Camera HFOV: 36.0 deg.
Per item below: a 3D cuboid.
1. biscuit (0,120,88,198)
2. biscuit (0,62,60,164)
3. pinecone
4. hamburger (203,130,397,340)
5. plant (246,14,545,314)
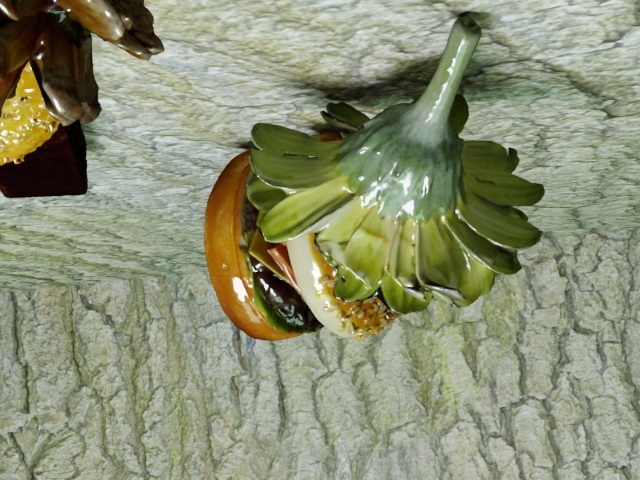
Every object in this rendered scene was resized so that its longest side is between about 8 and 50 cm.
[{"bbox_3d":[-0.318,-0.116,1.066,0.107,0.073,0.388,-3,171,-10],"label":"biscuit"},{"bbox_3d":[-0.340,-0.131,0.813,0.254,0.035,0.254,-1,148,0],"label":"biscuit"},{"bbox_3d":[-0.204,-0.149,0.645,0.195,0.149,0.179,-1,178,5],"label":"pinecone"},{"bbox_3d":[0.000,0.000,1.281,0.225,0.290,0.291,-10,169,29],"label":"hamburger"},{"bbox_3d":[0.101,-0.055,1.001,0.306,0.261,0.297,-11,176,-29],"label":"plant"}]
